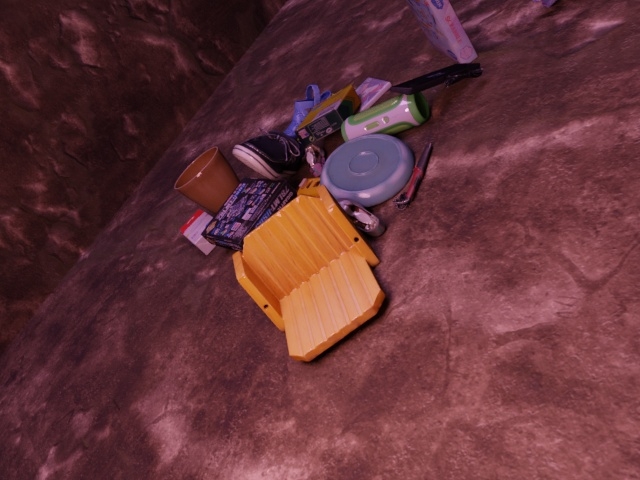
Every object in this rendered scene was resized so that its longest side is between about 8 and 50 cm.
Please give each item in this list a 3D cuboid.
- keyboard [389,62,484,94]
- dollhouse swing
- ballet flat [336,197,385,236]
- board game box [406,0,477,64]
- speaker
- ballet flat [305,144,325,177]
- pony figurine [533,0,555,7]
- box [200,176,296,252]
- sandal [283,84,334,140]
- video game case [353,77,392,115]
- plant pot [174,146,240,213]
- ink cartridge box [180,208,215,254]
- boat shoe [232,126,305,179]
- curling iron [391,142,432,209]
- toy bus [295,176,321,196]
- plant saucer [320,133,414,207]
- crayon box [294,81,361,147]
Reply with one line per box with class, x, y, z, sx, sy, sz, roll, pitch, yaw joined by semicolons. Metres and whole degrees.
keyboard;0.405;-0.532;1.775;0.317;0.033;0.201;-26;27;-24
dollhouse swing;-0.042;0.086;1.448;0.347;0.315;0.305;-36;13;10
ballet flat;0.101;-0.081;1.604;0.213;0.068;0.072;32;90;34
board game box;0.411;-0.809;1.941;0.066;0.318;0.318;-36;34;11
speaker;0.222;-0.418;1.874;0.297;0.131;0.131;-16;41;35
ballet flat;-0.024;-0.320;2.068;0.077;0.079;0.221;-33;33;17
pony figurine;0.828;-0.898;1.682;0.363;0.303;0.351;-29;23;48
box;-0.271;-0.100;1.985;0.293;0.073;0.295;9;59;51
sandal;-0.071;-0.555;2.339;0.317;0.138;0.126;-51;35;-8
video game case;0.174;-0.586;2.214;0.201;0.023;0.183;-44;33;-2
plant pot;-0.418;-0.209;2.193;0.237;0.254;0.237;-34;27;20
ink cartridge box;-0.491;-0.040;2.251;0.134;0.078;0.231;-48;33;-9
boat shoe;-0.173;-0.322;1.955;0.156;0.187;0.500;-58;-8;13
curling iron;0.286;-0.202;1.638;0.068;0.035;0.274;-2;51;46
toy bus;-0.028;-0.168;1.874;0.202;0.104;0.191;-34;33;13
plant saucer;0.142;-0.239;1.737;0.318;0.043;0.317;-12;50;15
crayon box;0.040;-0.502;2.125;0.202;0.081;0.318;-23;24;31
